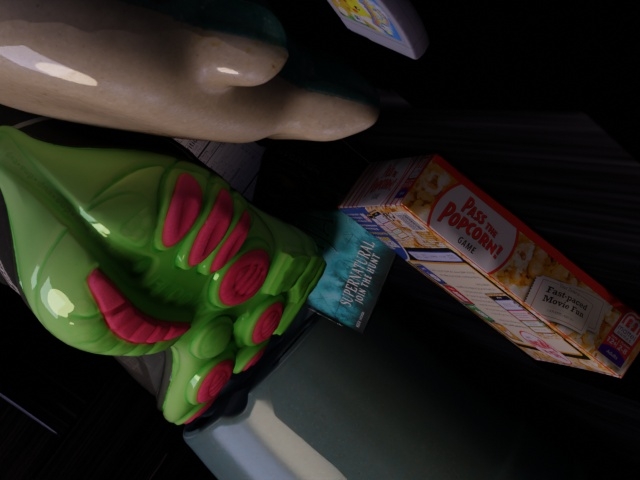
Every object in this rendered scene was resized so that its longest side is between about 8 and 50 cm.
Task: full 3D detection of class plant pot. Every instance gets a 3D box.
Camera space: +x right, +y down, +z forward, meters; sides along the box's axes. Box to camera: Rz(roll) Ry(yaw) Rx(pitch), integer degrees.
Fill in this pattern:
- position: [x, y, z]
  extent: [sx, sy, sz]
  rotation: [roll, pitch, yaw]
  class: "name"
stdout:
- position: [0.053, 0.235, 1.687]
  extent: [0.334, 0.341, 0.341]
  rotation: [46, 170, -8]
  class: "plant pot"

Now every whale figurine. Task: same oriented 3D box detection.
- position: [-0.086, -0.130, 0.885]
  extent: [0.272, 0.141, 0.216]
  rotation: [13, 176, -38]
  class: "whale figurine"

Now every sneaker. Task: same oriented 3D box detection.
- position: [-0.129, -0.003, 1.122]
  extent: [0.202, 0.185, 0.483]
  rotation: [43, 172, 17]
  class: "sneaker"

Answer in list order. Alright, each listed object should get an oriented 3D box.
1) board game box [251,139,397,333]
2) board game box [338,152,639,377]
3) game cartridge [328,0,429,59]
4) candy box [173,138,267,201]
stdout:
- position: [0.000, 0.000, 1.255]
  extent: [0.126, 0.026, 0.186]
  rotation: [27, 151, 6]
  class: "board game box"
- position: [0.117, 0.017, 1.073]
  extent: [0.193, 0.045, 0.147]
  rotation: [38, 171, -13]
  class: "board game box"
- position: [0.023, -0.123, 0.781]
  extent: [0.056, 0.017, 0.083]
  rotation: [25, 167, 36]
  class: "game cartridge"
- position: [-0.072, -0.042, 1.407]
  extent: [0.196, 0.070, 0.165]
  rotation: [37, 171, -11]
  class: "candy box"
